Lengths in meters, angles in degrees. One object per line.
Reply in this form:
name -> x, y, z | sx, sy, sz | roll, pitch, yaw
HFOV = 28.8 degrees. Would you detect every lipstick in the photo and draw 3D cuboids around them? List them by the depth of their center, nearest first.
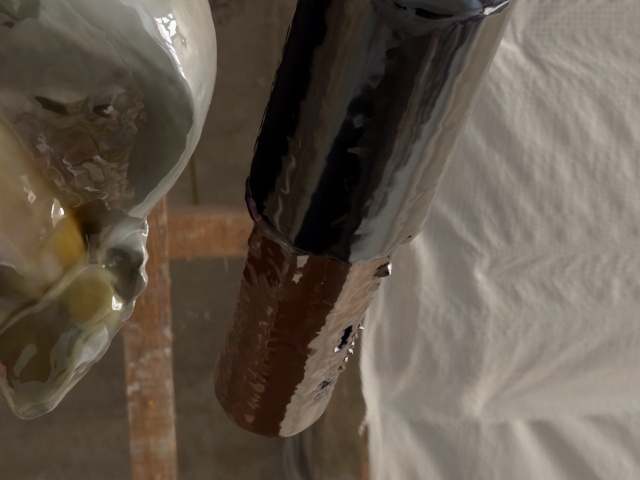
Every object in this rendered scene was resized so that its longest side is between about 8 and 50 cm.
lipstick -> 0.000, 0.000, 0.552 | 0.077, 0.077, 0.418 | 0, -27, -10

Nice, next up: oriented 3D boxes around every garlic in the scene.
garlic -> -0.178, -0.060, 0.589 | 0.279, 0.132, 0.325 | -41, -43, -6
